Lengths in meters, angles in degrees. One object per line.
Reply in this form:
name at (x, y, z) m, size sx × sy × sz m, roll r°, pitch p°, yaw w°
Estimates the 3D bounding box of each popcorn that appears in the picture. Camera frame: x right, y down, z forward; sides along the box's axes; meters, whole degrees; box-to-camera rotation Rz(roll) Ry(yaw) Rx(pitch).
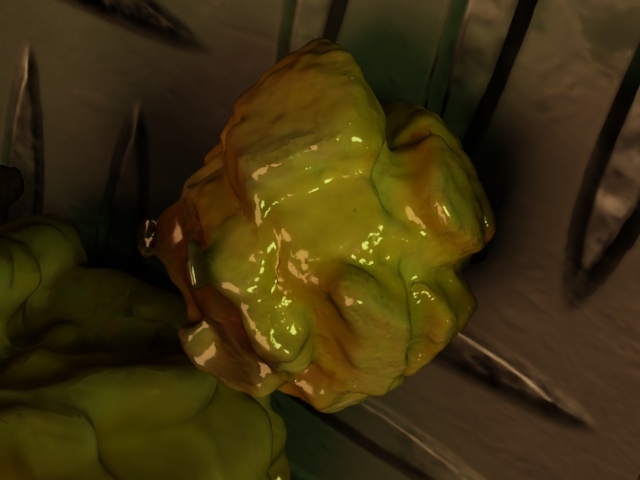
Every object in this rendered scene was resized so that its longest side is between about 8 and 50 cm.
popcorn at (0.000, 0.000, 0.472) m, size 0.148 × 0.152 × 0.167 m, roll 57°, pitch 144°, yaw 35°
popcorn at (-0.180, 0.120, 0.559) m, size 0.349 × 0.349 × 0.382 m, roll 31°, pitch 138°, yaw 19°

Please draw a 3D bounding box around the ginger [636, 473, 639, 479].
ginger at (0.240, 0.179, 0.438) m, size 0.294 × 0.086 × 0.131 m, roll 42°, pitch 122°, yaw -2°
